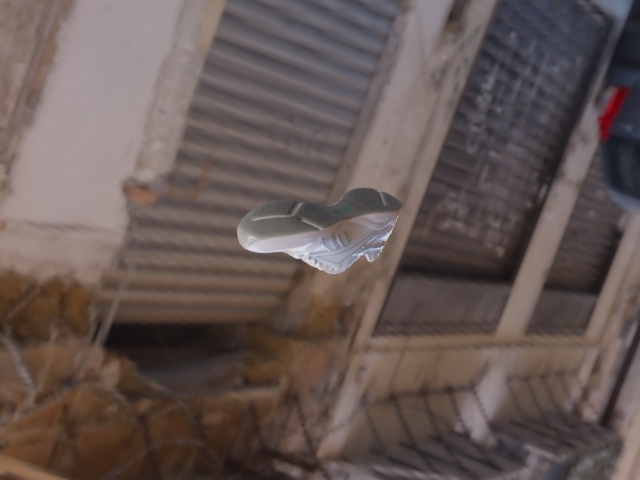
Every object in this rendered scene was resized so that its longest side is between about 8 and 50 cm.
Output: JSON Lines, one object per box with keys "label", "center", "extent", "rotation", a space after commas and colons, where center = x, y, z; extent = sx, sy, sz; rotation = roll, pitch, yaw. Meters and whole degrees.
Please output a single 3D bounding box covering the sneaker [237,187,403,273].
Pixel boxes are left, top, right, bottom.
{"label": "sneaker", "center": [0.000, 0.000, 1.101], "extent": [0.152, 0.061, 0.054], "rotation": [-8, -147, -37]}
